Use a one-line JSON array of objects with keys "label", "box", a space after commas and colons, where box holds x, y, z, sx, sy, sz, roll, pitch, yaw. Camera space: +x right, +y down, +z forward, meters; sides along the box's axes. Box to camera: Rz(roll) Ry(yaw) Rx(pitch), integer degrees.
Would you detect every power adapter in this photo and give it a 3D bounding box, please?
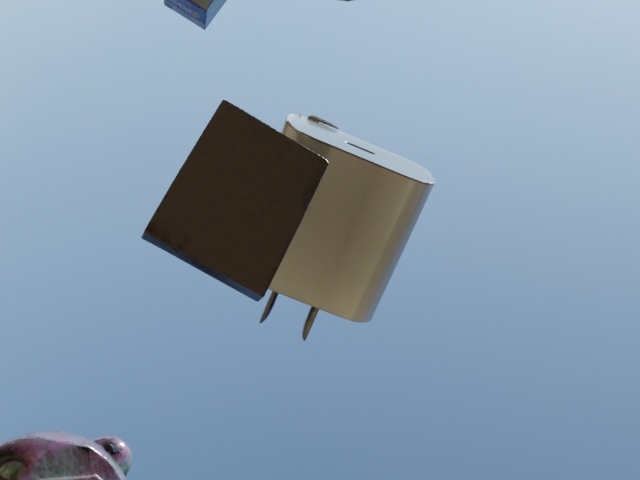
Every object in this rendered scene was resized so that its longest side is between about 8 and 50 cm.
[{"label": "power adapter", "box": [0.000, 0.000, 0.925, 0.124, 0.187, 0.255, -82, -165, -74]}]

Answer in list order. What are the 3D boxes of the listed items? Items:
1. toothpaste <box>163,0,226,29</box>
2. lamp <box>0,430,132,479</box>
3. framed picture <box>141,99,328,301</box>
[{"label": "toothpaste", "box": [-0.100, -0.392, 0.981, 0.272, 0.066, 0.053, -59, -179, -19]}, {"label": "lamp", "box": [-0.311, 0.367, 0.888, 0.247, 0.247, 0.301, -33, -120, 42]}, {"label": "framed picture", "box": [-0.079, -0.042, 0.759, 0.168, 0.128, 0.023, -65, -169, -28]}]
